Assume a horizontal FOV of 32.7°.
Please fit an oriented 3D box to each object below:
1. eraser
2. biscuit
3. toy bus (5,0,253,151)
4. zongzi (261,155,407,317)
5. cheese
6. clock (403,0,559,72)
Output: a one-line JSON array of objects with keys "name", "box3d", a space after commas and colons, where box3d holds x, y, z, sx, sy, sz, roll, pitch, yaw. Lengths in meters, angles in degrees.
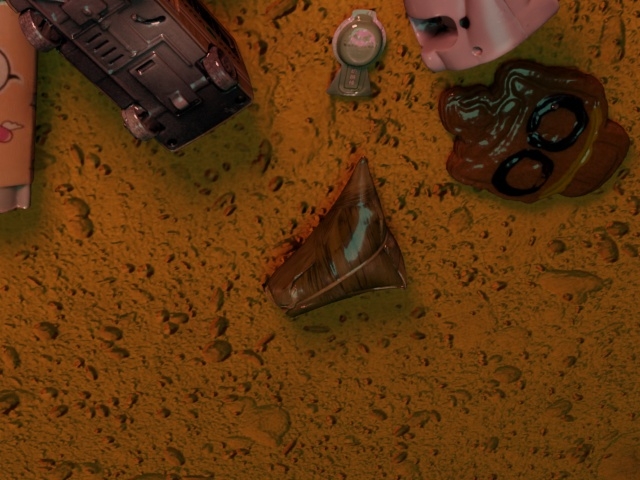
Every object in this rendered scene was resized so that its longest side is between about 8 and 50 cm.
[{"name": "eraser", "box3d": [-0.415, -0.170, 1.262, 0.171, 0.087, 0.291, 4, 128, -13]}, {"name": "biscuit", "box3d": [0.285, -0.139, 1.455, 0.290, 0.041, 0.208, 15, 124, -23]}, {"name": "toy bus", "box3d": [-0.205, -0.239, 1.188, 0.139, 0.157, 0.289, -31, 136, 17]}, {"name": "zongzi", "box3d": [-0.003, 0.000, 1.482, 0.204, 0.094, 0.204, -18, 127, 4]}, {"name": "cheese", "box3d": [0.044, -0.229, 1.341, 0.067, 0.026, 0.121, 2, 129, -12]}, {"name": "clock", "box3d": [0.136, -0.336, 1.196, 0.188, 0.189, 0.254, -28, 114, 12]}]
